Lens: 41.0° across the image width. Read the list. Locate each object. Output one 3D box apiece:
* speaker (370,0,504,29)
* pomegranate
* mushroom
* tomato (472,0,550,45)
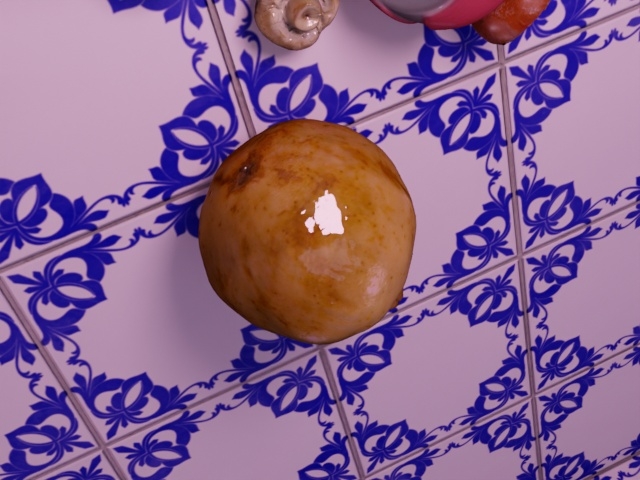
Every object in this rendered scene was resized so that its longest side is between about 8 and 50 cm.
[{"bbox_3d":[0.183,-0.463,1.279,0.294,0.294,0.294,-13,127,-18],"label":"speaker"},{"bbox_3d":[0.000,0.000,1.446,0.410,0.410,0.410,-13,127,-18],"label":"pomegranate"},{"bbox_3d":[-0.039,-0.372,1.350,0.148,0.112,0.148,-15,136,-15],"label":"mushroom"},{"bbox_3d":[0.327,-0.445,1.417,0.095,0.236,0.236,32,106,-17],"label":"tomato"}]
